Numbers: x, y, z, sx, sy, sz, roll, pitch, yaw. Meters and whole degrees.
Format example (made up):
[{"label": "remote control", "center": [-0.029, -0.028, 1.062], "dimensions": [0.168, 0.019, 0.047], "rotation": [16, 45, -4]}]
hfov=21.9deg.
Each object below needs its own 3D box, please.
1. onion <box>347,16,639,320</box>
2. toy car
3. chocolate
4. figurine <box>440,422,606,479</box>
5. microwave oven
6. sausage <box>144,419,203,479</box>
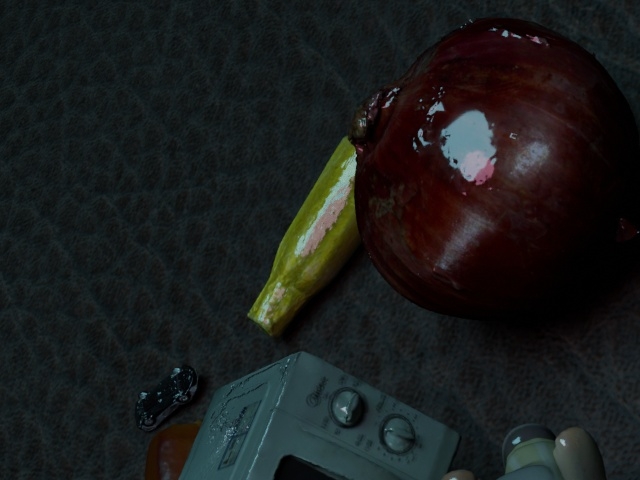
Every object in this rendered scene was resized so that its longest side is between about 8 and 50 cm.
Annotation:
[{"label": "onion", "center": [0.147, -0.065, 1.451], "dimensions": [0.276, 0.276, 0.276], "rotation": [-25, 45, 29]}, {"label": "toy car", "center": [-0.160, 0.166, 1.746], "dimensions": [0.093, 0.025, 0.041], "rotation": [-35, 43, 24]}, {"label": "chocolate", "center": [0.000, 0.000, 1.680], "dimensions": [0.219, 0.085, 0.085], "rotation": [-56, 39, -3]}, {"label": "figurine", "center": [0.179, 0.273, 1.211], "dimensions": [0.248, 0.203, 0.380], "rotation": [-22, 25, -1]}, {"label": "microwave oven", "center": [-0.032, 0.273, 1.378], "dimensions": [0.237, 0.181, 0.295], "rotation": [-33, 32, 64]}, {"label": "sausage", "center": [-0.121, 0.302, 1.554], "dimensions": [0.083, 0.089, 0.300], "rotation": [125, 151, -44]}]
